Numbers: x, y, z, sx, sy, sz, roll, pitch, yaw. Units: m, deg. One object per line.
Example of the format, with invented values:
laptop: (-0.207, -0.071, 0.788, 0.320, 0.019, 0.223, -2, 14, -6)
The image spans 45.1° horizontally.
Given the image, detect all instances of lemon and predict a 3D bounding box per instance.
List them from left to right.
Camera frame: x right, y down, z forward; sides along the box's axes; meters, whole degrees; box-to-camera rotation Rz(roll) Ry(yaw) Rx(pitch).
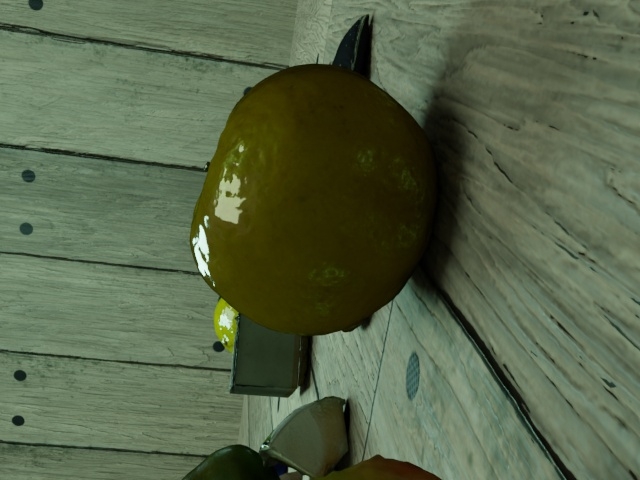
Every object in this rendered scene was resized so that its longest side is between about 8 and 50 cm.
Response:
lemon: (-0.134, 0.166, 1.677, 0.178, 0.203, 0.178, 38, 149, 28)

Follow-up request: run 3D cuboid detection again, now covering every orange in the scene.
orange: (-0.004, -0.039, 0.781, 0.279, 0.235, 0.279, -159, 90, -79)

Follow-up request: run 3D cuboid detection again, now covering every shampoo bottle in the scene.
shampoo bottle: (-0.107, 0.480, 1.672, 0.183, 0.050, 0.087, 120, 152, -70)

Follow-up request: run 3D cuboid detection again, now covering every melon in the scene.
melon: (-0.005, 0.276, 1.056, 0.139, 0.093, 0.202, -52, -19, -15)

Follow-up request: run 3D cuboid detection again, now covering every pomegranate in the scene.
pomegranate: (-0.121, 0.368, 1.061, 0.131, 0.152, 0.191, 55, 168, -16)

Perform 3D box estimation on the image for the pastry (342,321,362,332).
pastry: (0.013, 0.025, 1.024, 0.189, 0.103, 0.189, -173, 90, -81)

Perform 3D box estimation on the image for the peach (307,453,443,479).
peach: (0.020, 0.312, 0.320, 0.306, 0.242, 0.380, 50, 126, 48)

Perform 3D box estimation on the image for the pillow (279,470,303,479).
pillow: (-0.103, 0.457, 1.194, 0.223, 0.084, 0.236, -40, 6, -5)

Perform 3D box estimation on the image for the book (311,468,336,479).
book: (0.005, 0.395, 1.094, 0.199, 0.016, 0.138, -92, 12, -47)

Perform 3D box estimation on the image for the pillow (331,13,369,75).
pillow: (0.037, -0.263, 1.274, 0.208, 0.055, 0.141, 122, 162, -69)

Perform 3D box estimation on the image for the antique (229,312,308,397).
antique: (-0.100, 0.224, 1.492, 0.152, 0.147, 0.147, 118, 158, -70)
